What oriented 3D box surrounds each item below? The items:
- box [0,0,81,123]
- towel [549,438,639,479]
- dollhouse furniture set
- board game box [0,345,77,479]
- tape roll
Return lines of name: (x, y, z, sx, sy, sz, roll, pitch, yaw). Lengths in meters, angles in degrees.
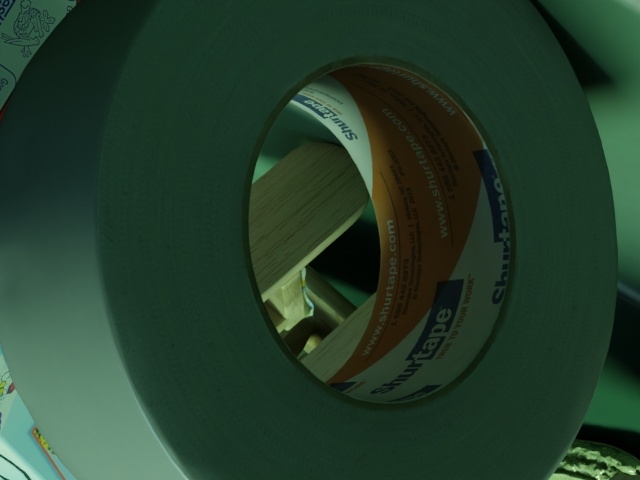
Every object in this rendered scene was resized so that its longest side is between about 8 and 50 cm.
box: (-0.192, -0.040, 0.658, 0.128, 0.256, 0.123, 35, 152, -19)
towel: (0.123, 0.132, 0.963, 0.148, 0.027, 0.110, 5, 148, 35)
dollhouse furniture set: (0.072, 0.073, 0.824, 0.242, 0.161, 0.212, 41, 160, 21)
board game box: (-0.187, 0.018, 0.895, 0.142, 0.144, 0.275, 9, 149, 33)
tape roll: (0.000, 0.000, 0.603, 0.219, 0.219, 0.072, 41, 152, -29)
